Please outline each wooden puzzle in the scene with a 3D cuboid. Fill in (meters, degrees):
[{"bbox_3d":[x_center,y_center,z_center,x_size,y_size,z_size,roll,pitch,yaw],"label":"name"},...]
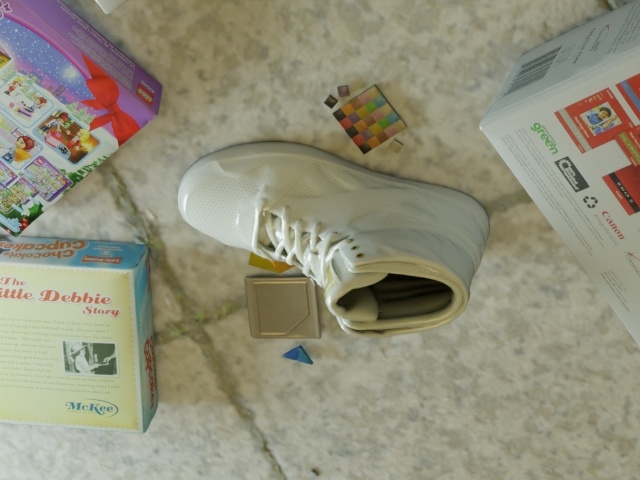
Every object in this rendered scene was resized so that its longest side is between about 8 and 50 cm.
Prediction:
[{"bbox_3d":[0.044,-0.111,1.590,0.049,0.006,0.083,-32,107,22],"label":"wooden puzzle"},{"bbox_3d":[-0.036,0.063,1.688,0.079,0.014,0.116,8,117,11],"label":"wooden puzzle"}]

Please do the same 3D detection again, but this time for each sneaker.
[{"bbox_3d":[0.000,0.000,1.563,0.293,0.169,0.108,8,119,7],"label":"sneaker"}]

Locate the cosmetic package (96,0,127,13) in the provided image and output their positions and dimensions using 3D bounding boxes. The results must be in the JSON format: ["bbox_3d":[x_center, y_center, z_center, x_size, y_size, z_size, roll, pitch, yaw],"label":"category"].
[{"bbox_3d":[-0.195,-0.395,1.405,0.197,0.155,0.365,-29,108,21],"label":"cosmetic package"}]

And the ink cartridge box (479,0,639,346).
[{"bbox_3d":[0.339,-0.057,1.459,0.272,0.130,0.309,-23,112,39],"label":"ink cartridge box"}]

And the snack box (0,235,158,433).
[{"bbox_3d":[-0.326,0.088,1.721,0.322,0.060,0.187,4,117,8],"label":"snack box"}]

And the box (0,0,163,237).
[{"bbox_3d":[-0.316,-0.156,1.566,0.201,0.057,0.293,-37,118,25],"label":"box"}]
